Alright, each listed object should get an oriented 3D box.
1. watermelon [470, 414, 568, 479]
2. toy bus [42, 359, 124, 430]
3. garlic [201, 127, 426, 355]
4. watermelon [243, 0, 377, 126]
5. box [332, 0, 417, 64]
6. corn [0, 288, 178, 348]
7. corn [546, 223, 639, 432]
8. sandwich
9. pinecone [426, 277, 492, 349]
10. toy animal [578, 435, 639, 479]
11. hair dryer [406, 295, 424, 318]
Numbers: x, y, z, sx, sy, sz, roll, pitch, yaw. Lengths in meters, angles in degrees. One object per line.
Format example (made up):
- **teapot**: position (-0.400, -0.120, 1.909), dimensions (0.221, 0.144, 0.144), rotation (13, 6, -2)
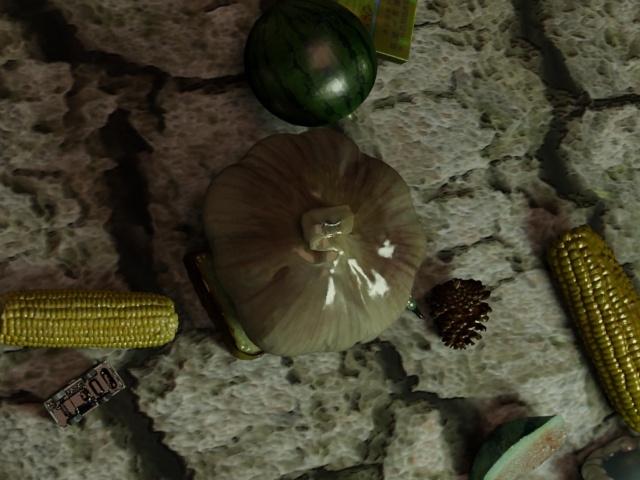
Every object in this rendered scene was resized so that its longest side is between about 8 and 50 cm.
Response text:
- **watermelon**: position (0.297, 0.328, 1.846), dimensions (0.180, 0.081, 0.094), rotation (-28, 111, -6)
- **toy bus**: position (-0.320, 0.208, 1.622), dimensions (0.102, 0.058, 0.052), rotation (-35, 97, -16)
- **garlic**: position (-0.005, 0.000, 1.623), dimensions (0.322, 0.241, 0.322), rotation (5, 83, -44)
- **watermelon**: position (-0.008, -0.246, 1.730), dimensions (0.188, 0.188, 0.215), rotation (-41, 111, -20)
- **box**: position (0.053, -0.354, 1.848), dimensions (0.193, 0.030, 0.121), rotation (13, 79, -20)
- **corn**: position (-0.316, 0.105, 1.624), dimensions (0.248, 0.081, 0.081), rotation (3, 83, -21)
- **corn**: position (0.469, 0.143, 1.904), dimensions (0.120, 0.120, 0.363), rotation (-28, 94, -22)
- **sandwich**: position (-0.067, 0.056, 1.735), dimensions (0.214, 0.065, 0.186), rotation (-30, 95, -22)
- **pinecone**: position (0.209, 0.111, 1.823), dimensions (0.102, 0.102, 0.109), rotation (5, 92, -21)
- **toy animal**: position (0.516, 0.419, 1.871), dimensions (0.204, 0.156, 0.208), rotation (-20, 95, -18)
- **hair dryer**: position (0.115, 0.070, 1.813), dimensions (0.150, 0.071, 0.047), rotation (46, 74, -29)
